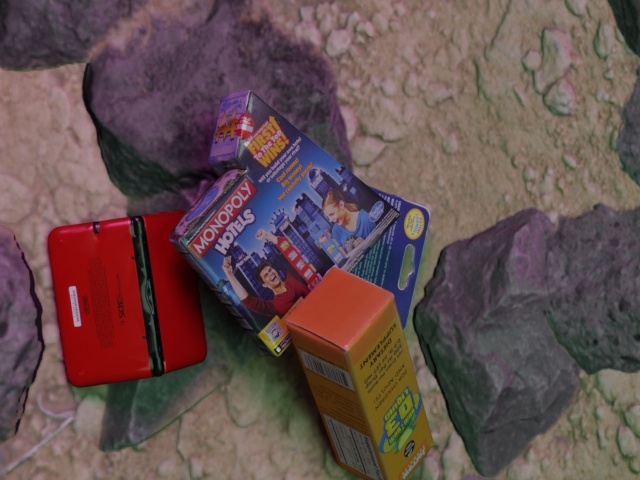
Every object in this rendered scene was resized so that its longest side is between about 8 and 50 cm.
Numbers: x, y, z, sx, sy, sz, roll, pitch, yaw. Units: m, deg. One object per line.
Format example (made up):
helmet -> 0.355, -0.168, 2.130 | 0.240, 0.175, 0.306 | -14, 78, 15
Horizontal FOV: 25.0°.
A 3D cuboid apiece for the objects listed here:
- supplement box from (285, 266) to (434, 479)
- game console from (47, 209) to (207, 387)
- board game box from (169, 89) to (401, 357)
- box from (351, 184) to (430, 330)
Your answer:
supplement box -> 0.041, 0.135, 1.342 | 0.078, 0.080, 0.233 | -48, 144, -26
game console -> -0.173, 0.051, 1.301 | 0.124, 0.085, 0.144 | -8, 91, -3
board game box -> -0.051, -0.029, 1.317 | 0.194, 0.060, 0.194 | -48, 111, -25
box -> 0.000, 0.000, 1.405 | 0.225, 0.036, 0.136 | 20, 77, -29
